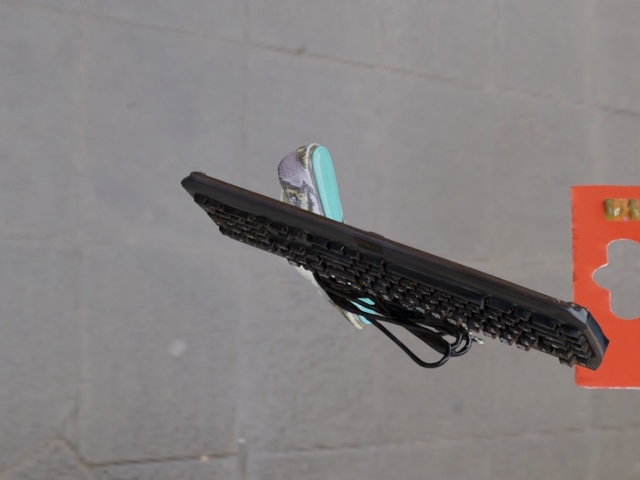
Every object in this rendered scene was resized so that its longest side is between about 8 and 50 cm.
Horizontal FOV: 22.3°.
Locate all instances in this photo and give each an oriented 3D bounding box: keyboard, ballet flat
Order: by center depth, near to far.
[{"bbox_3d":[0.031,0.026,0.696,0.038,0.192,0.100,-65,153,-8],"label":"keyboard"},{"bbox_3d":[0.000,0.000,0.968,0.041,0.041,0.114,-23,99,-45],"label":"ballet flat"}]

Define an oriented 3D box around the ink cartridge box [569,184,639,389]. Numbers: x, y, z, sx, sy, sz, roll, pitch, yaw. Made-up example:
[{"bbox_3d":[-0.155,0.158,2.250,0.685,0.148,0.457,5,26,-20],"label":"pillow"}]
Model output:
[{"bbox_3d":[0.244,0.002,0.802,0.189,0.232,0.066,-78,171,-56],"label":"ink cartridge box"}]
